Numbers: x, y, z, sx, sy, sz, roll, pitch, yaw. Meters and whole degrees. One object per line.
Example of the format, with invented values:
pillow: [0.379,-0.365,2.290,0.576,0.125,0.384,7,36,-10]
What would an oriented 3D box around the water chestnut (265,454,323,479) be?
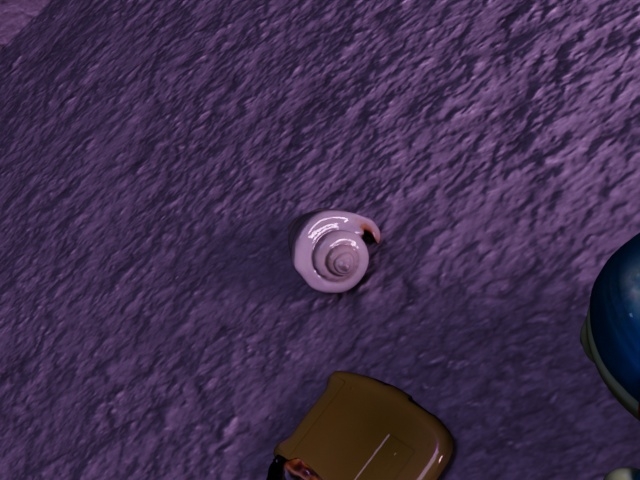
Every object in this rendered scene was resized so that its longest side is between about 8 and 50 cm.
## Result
water chestnut: [0.006,0.340,1.298,0.289,0.244,0.289,-23,41,22]

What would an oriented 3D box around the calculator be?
calculator: [0.043,0.221,1.560,0.157,0.033,0.236,-52,37,-9]

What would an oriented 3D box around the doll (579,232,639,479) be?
doll: [0.326,0.106,1.236,0.186,0.199,0.321,-49,30,39]

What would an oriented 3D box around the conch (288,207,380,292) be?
conch: [0.010,0.006,1.786,0.104,0.094,0.176,-61,8,3]
